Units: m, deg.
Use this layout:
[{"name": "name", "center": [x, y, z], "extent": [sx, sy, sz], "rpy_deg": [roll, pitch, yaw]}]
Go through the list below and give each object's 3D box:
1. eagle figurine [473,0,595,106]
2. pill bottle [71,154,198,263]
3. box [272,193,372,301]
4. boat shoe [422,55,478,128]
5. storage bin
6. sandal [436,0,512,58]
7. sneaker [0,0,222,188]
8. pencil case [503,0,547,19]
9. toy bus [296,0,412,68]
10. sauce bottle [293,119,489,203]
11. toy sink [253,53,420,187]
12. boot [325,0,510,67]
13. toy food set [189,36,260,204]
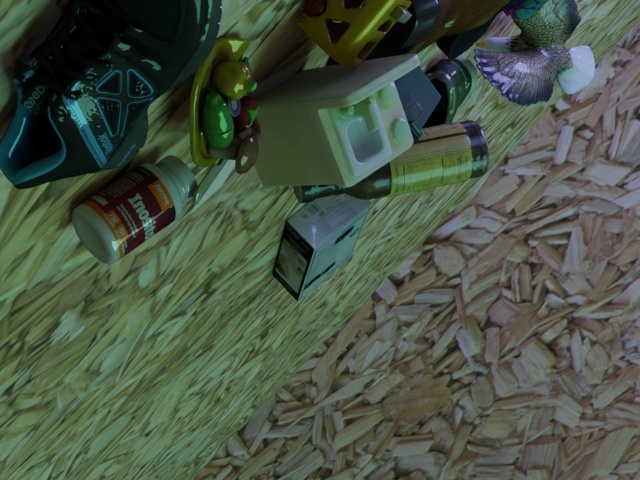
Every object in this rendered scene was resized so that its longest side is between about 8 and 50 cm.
[{"name": "eagle figurine", "center": [0.411, -0.380, 2.219], "extent": [0.225, 0.226, 0.298], "rpy_deg": [-26, 176, 10]}, {"name": "pill bottle", "center": [-0.233, -0.044, 1.438], "extent": [0.152, 0.086, 0.086], "rpy_deg": [-39, 167, -29]}, {"name": "box", "center": [0.000, 0.000, 2.367], "extent": [0.169, 0.087, 0.290], "rpy_deg": [-39, 167, -22]}, {"name": "boat shoe", "center": [0.209, -0.233, 2.238], "extent": [0.091, 0.109, 0.305], "rpy_deg": [-34, 158, -40]}, {"name": "storage bin", "center": [0.143, -0.245, 1.909], "extent": [0.091, 0.098, 0.135], "rpy_deg": [-53, 130, -11]}, {"name": "sandal", "center": [0.303, -0.428, 1.870], "extent": [0.167, 0.107, 0.446], "rpy_deg": [-41, 168, -15]}, {"name": "sneaker", "center": [-0.199, -0.164, 1.045], "extent": [0.139, 0.125, 0.341], "rpy_deg": [-30, 161, -44]}, {"name": "pencil case", "center": [0.373, -0.436, 1.966], "extent": [0.070, 0.064, 0.151], "rpy_deg": [-37, 179, -14]}, {"name": "toy bus", "center": [0.069, -0.318, 1.467], "extent": [0.191, 0.104, 0.202], "rpy_deg": [-39, 168, -25]}, {"name": "sauce bottle", "center": [0.120, -0.133, 1.995], "extent": [0.344, 0.111, 0.111], "rpy_deg": [-10, 159, -11]}, {"name": "toy sink", "center": [0.027, -0.157, 1.540], "extent": [0.234, 0.131, 0.153], "rpy_deg": [0, -152, 47]}, {"name": "boot", "center": [0.156, -0.319, 1.723], "extent": [0.280, 0.096, 0.264], "rpy_deg": [-28, 162, -41]}, {"name": "toy food set", "center": [-0.103, -0.147, 1.408], "extent": [0.218, 0.071, 0.128], "rpy_deg": [94, 22, -45]}]
